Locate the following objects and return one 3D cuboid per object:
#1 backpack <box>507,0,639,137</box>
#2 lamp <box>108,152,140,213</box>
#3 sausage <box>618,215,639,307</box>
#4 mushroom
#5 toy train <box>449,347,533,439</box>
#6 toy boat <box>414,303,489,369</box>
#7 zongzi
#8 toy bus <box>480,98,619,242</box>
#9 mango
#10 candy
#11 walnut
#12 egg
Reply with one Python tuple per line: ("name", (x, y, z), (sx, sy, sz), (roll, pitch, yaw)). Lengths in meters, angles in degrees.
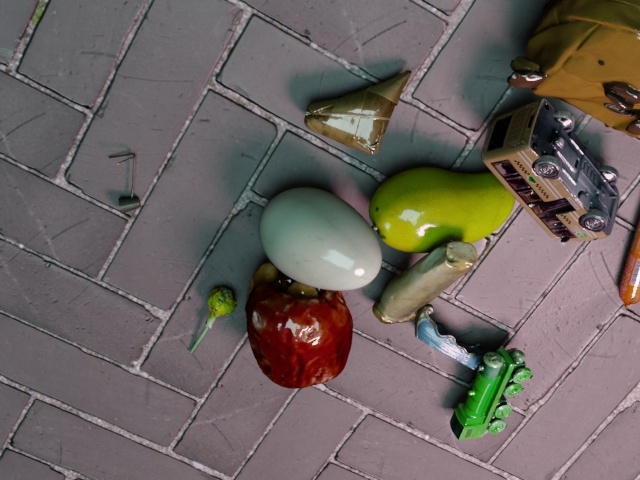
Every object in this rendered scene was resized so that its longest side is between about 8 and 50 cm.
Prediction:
("backpack", (0.523, -0.309, 1.689), (0.354, 0.378, 0.201), (22, 79, -5))
("lamp", (-0.379, -0.111, 1.950), (0.054, 0.041, 0.121), (-11, 121, -5))
("sausage", (0.668, -0.010, 2.016), (0.053, 0.053, 0.347), (5, 117, -4))
("mushroom", (0.202, 0.085, 1.973), (0.100, 0.081, 0.312), (-11, 159, -29))
("toy train", (0.368, 0.332, 2.148), (0.119, 0.085, 0.251), (-3, 129, -21))
("toy boat", (0.276, 0.203, 2.109), (0.186, 0.075, 0.077), (29, 96, -18))
("zongzi", (0.065, -0.265, 1.859), (0.160, 0.078, 0.176), (20, 106, -11))
("toy bus", (0.441, -0.121, 1.878), (0.157, 0.139, 0.289), (-14, 134, 45))
("mango", (0.239, -0.063, 1.934), (0.293, 0.143, 0.175), (-8, 117, -9))
("candy", (-0.235, 0.175, 2.101), (0.062, 0.058, 0.194), (46, 125, 21))
("walnut", (-0.061, 0.181, 2.025), (0.244, 0.222, 0.269), (19, 129, 24))
("egg", (0.000, 0.000, 1.911), (0.264, 0.183, 0.182), (28, 119, 24))
